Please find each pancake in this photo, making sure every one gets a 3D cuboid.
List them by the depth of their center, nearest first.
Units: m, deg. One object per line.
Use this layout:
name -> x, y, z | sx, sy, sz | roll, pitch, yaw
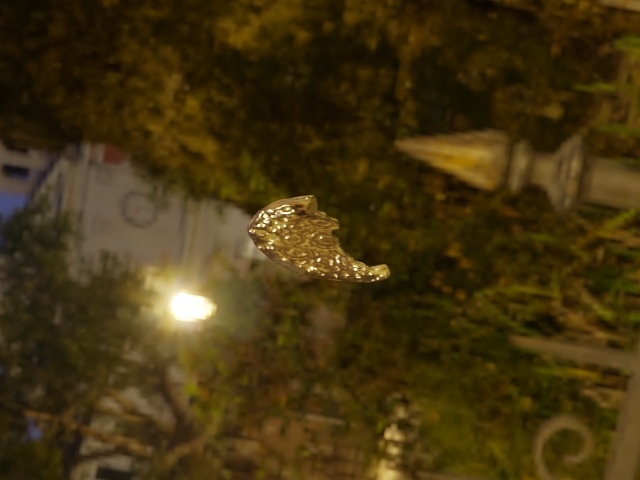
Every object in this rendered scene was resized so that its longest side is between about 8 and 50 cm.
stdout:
pancake -> 0.000, 0.000, 1.800 | 0.190, 0.184, 0.020 | 96, -174, -62
